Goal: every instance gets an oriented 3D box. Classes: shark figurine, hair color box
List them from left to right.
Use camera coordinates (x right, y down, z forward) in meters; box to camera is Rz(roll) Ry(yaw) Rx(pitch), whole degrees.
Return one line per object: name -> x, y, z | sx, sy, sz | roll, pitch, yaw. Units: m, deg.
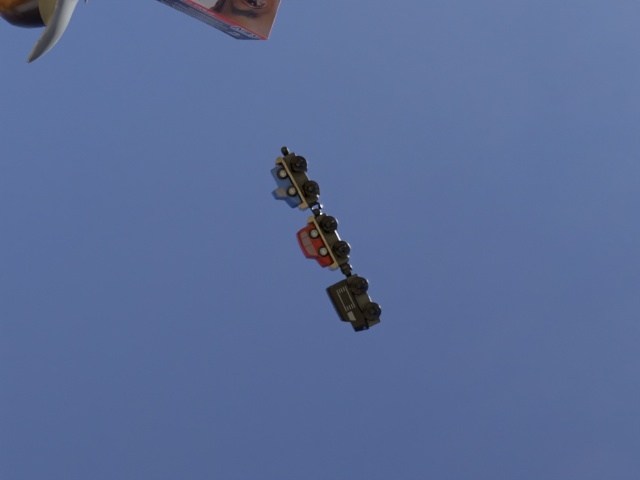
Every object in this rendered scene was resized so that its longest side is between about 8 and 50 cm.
shark figurine -> -0.260, -0.255, 1.427 | 0.278, 0.166, 0.116 | 49, -53, 46
hair color box -> -0.065, -0.260, 1.211 | 0.053, 0.093, 0.167 | 11, -98, 53

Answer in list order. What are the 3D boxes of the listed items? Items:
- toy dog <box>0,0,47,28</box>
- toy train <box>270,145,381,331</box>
toy dog -> -0.381, -0.423, 1.581 | 0.395, 0.408, 0.284 | -22, -126, -15
toy train -> 0.000, 0.000, 1.149 | 0.036, 0.027, 0.158 | -26, -93, -3
